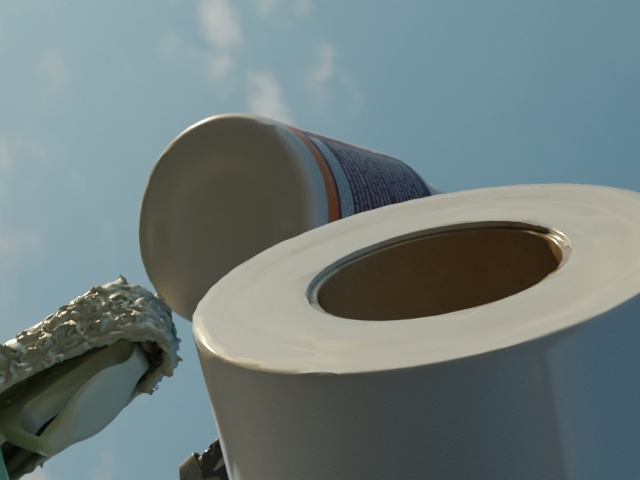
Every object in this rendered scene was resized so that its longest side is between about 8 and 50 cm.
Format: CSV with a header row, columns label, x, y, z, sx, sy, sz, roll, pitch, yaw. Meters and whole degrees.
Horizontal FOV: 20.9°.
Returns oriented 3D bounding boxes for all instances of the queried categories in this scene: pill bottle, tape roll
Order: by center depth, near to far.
label,x,y,z,sx,sy,sz,roll,pitch,yaw
tape roll,0.076,0.060,0.978,0.286,0.286,0.100,9,-63,52
pill bottle,0.000,0.000,1.894,0.224,0.392,0.224,-4,-98,31

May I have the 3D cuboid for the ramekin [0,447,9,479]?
label,x,y,z,sx,sy,sz,roll,pitch,yaw
ramekin,-0.387,0.207,1.361,0.303,0.303,0.148,-26,-108,51

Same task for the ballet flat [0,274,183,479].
label,x,y,z,sx,sy,sz,roll,pitch,yaw
ballet flat,-0.305,0.179,1.651,0.147,0.409,0.147,51,-12,14

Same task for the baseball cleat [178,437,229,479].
label,x,y,z,sx,sy,sz,roll,pitch,yaw
baseball cleat,-0.099,0.222,1.883,0.109,0.072,0.206,6,-99,18
